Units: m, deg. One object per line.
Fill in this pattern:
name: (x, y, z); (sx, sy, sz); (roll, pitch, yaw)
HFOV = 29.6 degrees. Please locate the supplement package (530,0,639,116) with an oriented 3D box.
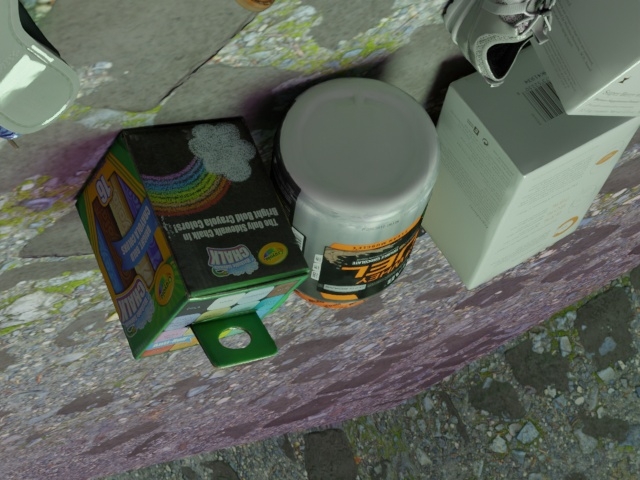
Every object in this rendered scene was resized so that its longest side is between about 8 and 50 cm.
supplement package: (0.405, -0.294, 1.417); (0.178, 0.175, 0.293); (-5, 155, -44)

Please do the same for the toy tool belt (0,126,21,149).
toy tool belt: (-0.315, -0.126, 1.210); (0.052, 0.051, 0.083); (-20, 162, -11)

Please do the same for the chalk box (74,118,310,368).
chalk box: (-0.148, 0.025, 1.473); (0.180, 0.289, 0.179); (-10, 159, -36)

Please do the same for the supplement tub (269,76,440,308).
supplement tub: (0.033, -0.047, 1.596); (0.207, 0.207, 0.338); (-19, 158, -13)

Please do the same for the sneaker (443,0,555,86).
sneaker: (0.239, -0.278, 1.352); (0.105, 0.115, 0.281); (-16, 162, -22)

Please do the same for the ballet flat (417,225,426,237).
ballet flat: (0.188, -0.052, 2.118); (0.173, 0.049, 0.057); (-41, -162, 48)

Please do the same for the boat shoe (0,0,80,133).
boat shoe: (-0.298, -0.179, 1.004); (0.114, 0.091, 0.302); (-41, 163, -8)

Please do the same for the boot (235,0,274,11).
boot: (-0.014, -0.311, 0.991); (0.220, 0.109, 0.283); (-29, 155, 6)

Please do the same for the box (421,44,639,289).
box: (0.282, -0.110, 1.725); (0.215, 0.168, 0.345); (-28, 159, -19)
